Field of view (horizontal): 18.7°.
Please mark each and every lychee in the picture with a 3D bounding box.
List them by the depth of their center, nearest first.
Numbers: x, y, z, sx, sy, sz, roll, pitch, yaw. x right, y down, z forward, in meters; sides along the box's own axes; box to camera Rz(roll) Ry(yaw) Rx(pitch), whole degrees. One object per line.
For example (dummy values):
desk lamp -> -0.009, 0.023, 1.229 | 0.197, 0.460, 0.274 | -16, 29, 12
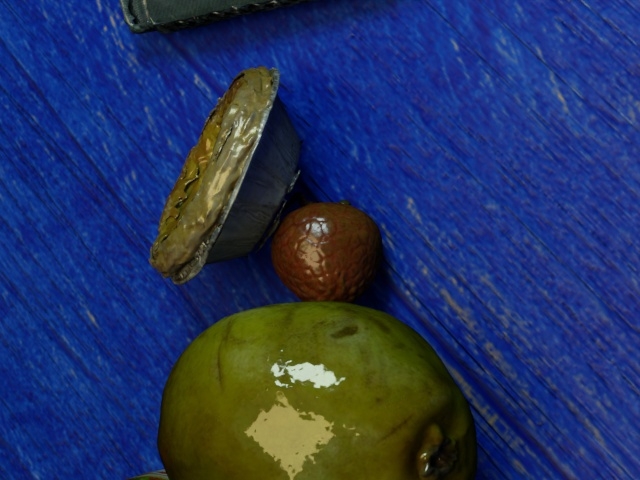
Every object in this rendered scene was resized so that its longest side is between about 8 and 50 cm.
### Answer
lychee -> -0.001, 0.003, 1.844 | 0.114, 0.101, 0.140 | -32, 70, 28

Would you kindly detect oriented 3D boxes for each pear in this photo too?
pear -> -0.007, 0.180, 1.753 | 0.321, 0.269, 0.269 | -11, 82, 47

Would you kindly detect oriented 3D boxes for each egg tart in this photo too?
egg tart -> -0.082, -0.058, 1.869 | 0.094, 0.234, 0.234 | 25, 107, -12

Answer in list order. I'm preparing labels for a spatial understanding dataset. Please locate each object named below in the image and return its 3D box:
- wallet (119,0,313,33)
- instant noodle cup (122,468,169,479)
wallet -> -0.063, -0.344, 1.921 | 0.342, 0.075, 0.237 | -9, 89, 32
instant noodle cup -> -0.174, 0.298, 1.901 | 0.168, 0.185, 0.168 | -1, 88, 34
